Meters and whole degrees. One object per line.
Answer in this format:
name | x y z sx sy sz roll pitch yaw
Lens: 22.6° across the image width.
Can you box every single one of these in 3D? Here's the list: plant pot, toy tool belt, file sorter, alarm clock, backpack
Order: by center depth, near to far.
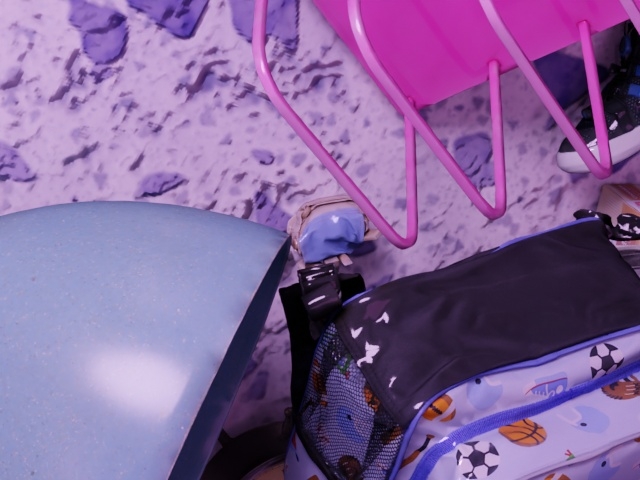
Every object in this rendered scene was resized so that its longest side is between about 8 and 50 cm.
file sorter | 0.126 -0.145 0.961 0.290 0.182 0.202 -22 132 23
plant pot | -0.163 0.091 0.987 0.195 0.290 0.290 24 107 2
backpack | 0.104 0.133 1.089 0.276 0.213 0.263 -11 149 -26
toy tool belt | 0.000 0.000 1.131 0.083 0.051 0.052 -25 125 -14
alarm clock | -0.025 0.213 1.228 0.129 0.064 0.192 -37 124 -5

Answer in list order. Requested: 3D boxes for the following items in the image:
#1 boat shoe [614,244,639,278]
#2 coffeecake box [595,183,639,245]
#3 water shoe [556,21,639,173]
boat shoe | 0.166 0.045 1.209 0.219 0.070 0.078 -4 122 11
coffeecake box | 0.303 0.030 1.297 0.185 0.068 0.142 -2 117 -26
water shoe | 0.242 -0.131 1.188 0.203 0.073 0.080 -38 106 -9
